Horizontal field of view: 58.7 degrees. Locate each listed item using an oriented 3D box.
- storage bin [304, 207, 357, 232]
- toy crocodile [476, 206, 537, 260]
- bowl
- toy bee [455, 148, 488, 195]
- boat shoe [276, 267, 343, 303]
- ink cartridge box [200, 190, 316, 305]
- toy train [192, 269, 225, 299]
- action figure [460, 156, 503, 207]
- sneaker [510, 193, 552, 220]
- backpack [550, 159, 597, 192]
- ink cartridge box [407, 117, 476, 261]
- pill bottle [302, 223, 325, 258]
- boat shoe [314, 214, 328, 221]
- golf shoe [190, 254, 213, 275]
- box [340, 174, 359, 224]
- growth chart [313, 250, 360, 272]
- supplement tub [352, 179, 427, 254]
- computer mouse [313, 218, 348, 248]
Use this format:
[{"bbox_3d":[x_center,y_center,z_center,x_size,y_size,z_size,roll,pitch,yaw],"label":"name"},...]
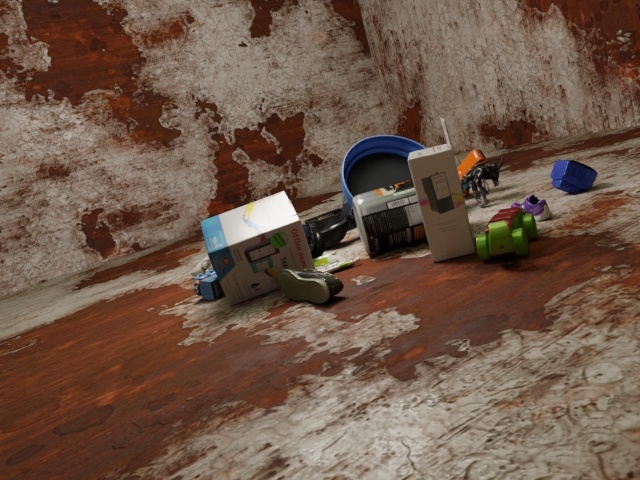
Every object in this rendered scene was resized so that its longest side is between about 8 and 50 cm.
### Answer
[{"bbox_3d":[0.041,-0.066,2.285,0.180,0.084,0.122,-22,13,-29],"label":"storage bin"},{"bbox_3d":[0.463,-0.029,1.414,0.115,0.105,0.340,-9,12,30],"label":"toy crocodile"},{"bbox_3d":[0.258,-0.198,1.985,0.391,0.391,0.077,-20,-26,-23],"label":"bowl"},{"bbox_3d":[0.563,-0.247,2.278,0.162,0.195,0.298,7,-19,-41],"label":"toy bee"},{"bbox_3d":[-0.031,0.113,1.478,0.069,0.081,0.228,-19,18,-34],"label":"boat shoe"},{"bbox_3d":[-0.181,0.019,1.657,0.270,0.198,0.197,-21,33,-6],"label":"ink cartridge box"},{"bbox_3d":[-0.320,0.131,1.812,0.105,0.080,0.184,3,17,34],"label":"toy train"},{"bbox_3d":[0.554,-0.190,2.055,0.276,0.141,0.164,-28,3,21],"label":"action figure"},{"bbox_3d":[0.617,-0.102,1.668,0.068,0.071,0.170,-18,10,-12],"label":"sneaker"},{"bbox_3d":[0.817,-0.203,1.837,0.120,0.101,0.098,16,11,-9],"label":"backpack"},{"bbox_3d":[0.316,-0.143,1.535,0.119,0.353,0.207,-13,10,13],"label":"ink cartridge box"},{"bbox_3d":[-0.100,-0.002,1.865,0.219,0.122,0.123,12,-2,-25],"label":"pill bottle"},{"bbox_3d":[0.017,-0.076,2.453,0.059,0.063,0.170,-15,19,-9],"label":"boat shoe"},{"bbox_3d":[-0.451,0.093,2.226,0.086,0.069,0.176,-19,8,16],"label":"golf shoe"},{"bbox_3d":[0.169,-0.136,2.074,0.156,0.158,0.093,15,-17,-21],"label":"box"},{"bbox_3d":[0.008,0.076,1.766,0.172,0.021,0.237,-19,10,-14],"label":"growth chart"},{"bbox_3d":[0.270,-0.085,1.751,0.316,0.193,0.193,-15,10,-2],"label":"supplement tub"},{"bbox_3d":[0.000,0.000,2.067,0.272,0.072,0.188,-23,6,36],"label":"computer mouse"}]
